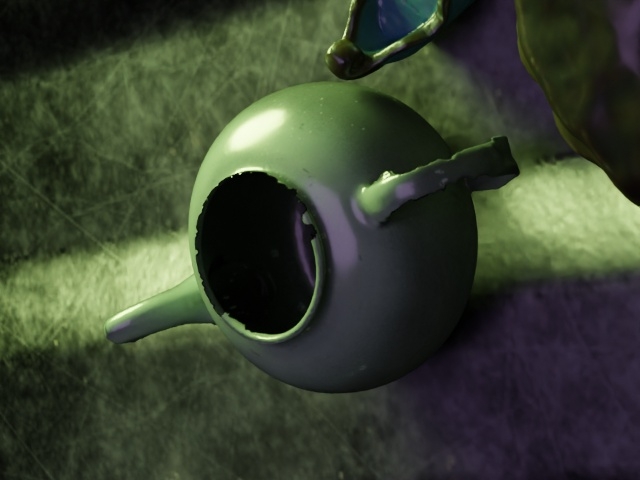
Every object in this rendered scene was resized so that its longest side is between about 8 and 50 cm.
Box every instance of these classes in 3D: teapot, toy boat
[{"bbox_3d":[0.000,0.000,1.137,0.294,0.129,0.193,-26,82,42],"label":"teapot"},{"bbox_3d":[0.060,-0.174,1.080,0.075,0.077,0.185,45,125,25],"label":"toy boat"}]

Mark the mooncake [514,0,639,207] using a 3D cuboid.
[{"bbox_3d":[0.223,-0.140,0.886,0.290,0.161,0.290,9,104,42],"label":"mooncake"}]
